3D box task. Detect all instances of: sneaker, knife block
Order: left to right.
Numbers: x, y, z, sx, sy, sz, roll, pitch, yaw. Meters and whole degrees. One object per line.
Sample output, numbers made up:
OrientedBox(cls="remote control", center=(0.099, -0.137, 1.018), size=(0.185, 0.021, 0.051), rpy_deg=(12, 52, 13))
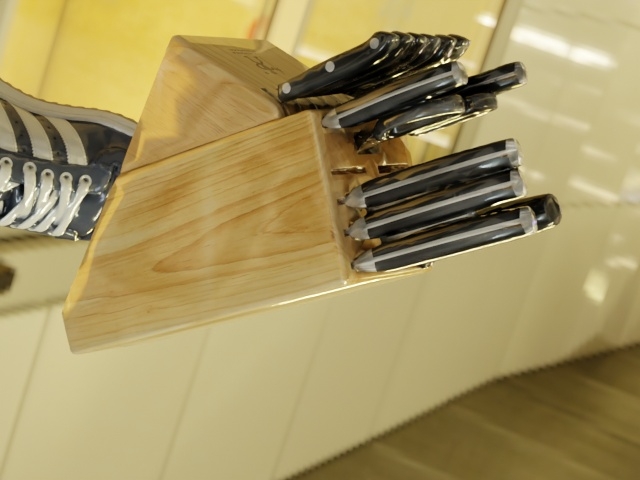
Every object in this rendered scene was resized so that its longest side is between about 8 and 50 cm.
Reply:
OrientedBox(cls="sneaker", center=(-0.213, -0.041, 1.101), size=(0.282, 0.099, 0.153), rpy_deg=(27, -153, -8))
OrientedBox(cls="knife block", center=(0.000, 0.000, 0.912), size=(0.242, 0.276, 0.088), rpy_deg=(38, -155, 29))
